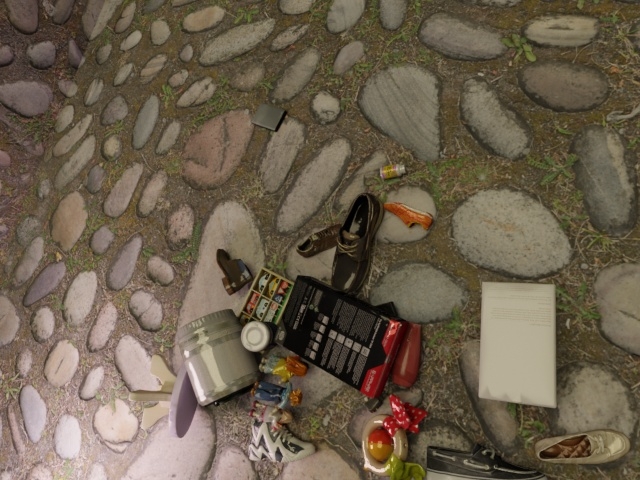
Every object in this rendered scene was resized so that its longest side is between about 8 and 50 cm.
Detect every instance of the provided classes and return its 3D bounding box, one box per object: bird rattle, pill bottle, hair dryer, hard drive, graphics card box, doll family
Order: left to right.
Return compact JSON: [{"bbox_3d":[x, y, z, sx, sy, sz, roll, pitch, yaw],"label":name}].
[{"bbox_3d":[-0.183,0.309,1.523,0.094,0.169,0.094,-3,79,14],"label":"pill bottle"},{"bbox_3d":[-0.209,-0.501,1.913,0.135,0.022,0.094,25,86,30],"label":"hard drive"},{"bbox_3d":[-0.124,0.454,1.477,0.163,0.118,0.263,4,53,20],"label":"doll family"},{"bbox_3d":[0.054,0.275,1.408,0.370,0.094,0.233,21,94,29],"label":"graphics card box"},{"bbox_3d":[0.191,0.350,1.406,0.293,0.080,0.224,-39,69,9],"label":"hair dryer"},{"bbox_3d":[0.190,0.566,1.320,0.207,0.143,0.254,-22,66,45],"label":"bird rattle"},{"bbox_3d":[0.247,-0.235,1.590,0.083,0.043,0.043,-8,71,24],"label":"pill bottle"}]

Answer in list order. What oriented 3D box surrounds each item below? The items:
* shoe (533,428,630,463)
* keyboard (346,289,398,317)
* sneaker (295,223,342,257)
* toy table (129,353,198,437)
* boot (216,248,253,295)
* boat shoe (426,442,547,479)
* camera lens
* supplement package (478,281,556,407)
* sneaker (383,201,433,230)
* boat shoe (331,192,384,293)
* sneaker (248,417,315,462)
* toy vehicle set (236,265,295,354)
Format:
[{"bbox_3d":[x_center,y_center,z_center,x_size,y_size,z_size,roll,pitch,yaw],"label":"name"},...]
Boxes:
[{"bbox_3d":[0.639,0.512,1.153,0.219,0.058,0.077,-18,67,21],"label":"shoe"},{"bbox_3d":[0.088,0.254,1.498,0.317,0.033,0.202,-20,91,19],"label":"keyboard"},{"bbox_3d":[0.000,0.000,1.624,0.188,0.071,0.066,-34,62,14],"label":"sneaker"},{"bbox_3d":[-0.528,0.531,1.643,0.160,0.252,0.274,6,71,11],"label":"toy table"},{"bbox_3d":[-0.319,0.099,1.756,0.106,0.082,0.219,-26,52,1],"label":"boot"},{"bbox_3d":[0.422,0.582,1.219,0.301,0.108,0.102,-9,72,31],"label":"boat shoe"},{"bbox_3d":[-0.334,0.392,1.560,0.219,0.219,0.274,-28,76,16],"label":"camera lens"},{"bbox_3d":[0.515,0.269,1.223,0.177,0.175,0.293,1,75,25],"label":"supplement package"},{"bbox_3d":[0.275,-0.081,1.520,0.175,0.064,0.067,25,96,33],"label":"sneaker"},{"bbox_3d":[0.099,0.005,1.538,0.132,0.130,0.356,10,79,29],"label":"boat shoe"},{"bbox_3d":[-0.128,0.607,1.485,0.234,0.094,0.153,-14,77,33],"label":"sneaker"},{"bbox_3d":[-0.198,0.245,1.667,0.166,0.035,0.267,23,85,30],"label":"toy vehicle set"}]
